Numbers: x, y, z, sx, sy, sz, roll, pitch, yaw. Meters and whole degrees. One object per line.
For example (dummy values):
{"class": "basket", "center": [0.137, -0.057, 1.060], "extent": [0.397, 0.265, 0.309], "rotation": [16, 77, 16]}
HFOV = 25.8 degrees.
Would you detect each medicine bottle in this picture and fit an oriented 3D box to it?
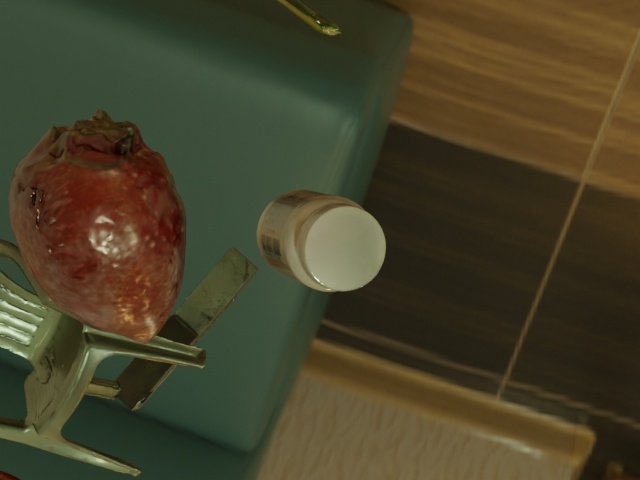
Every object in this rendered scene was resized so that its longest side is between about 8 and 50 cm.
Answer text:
{"class": "medicine bottle", "center": [0.000, 0.000, 1.502], "extent": [0.103, 0.187, 0.102], "rotation": [-1, 95, -16]}

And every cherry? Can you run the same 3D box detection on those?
{"class": "cherry", "center": [-0.216, -0.004, 1.427], "extent": [0.175, 0.192, 0.249], "rotation": [-25, 112, -19]}

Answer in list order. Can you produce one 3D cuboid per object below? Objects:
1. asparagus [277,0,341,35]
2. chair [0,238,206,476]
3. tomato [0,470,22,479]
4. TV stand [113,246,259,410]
{"class": "asparagus", "center": [-0.019, -0.290, 1.763], "extent": [0.108, 0.021, 0.025], "rotation": [37, 159, -5]}
{"class": "chair", "center": [-0.316, 0.132, 1.663], "extent": [0.275, 0.190, 0.203], "rotation": [22, 109, -34]}
{"class": "tomato", "center": [-0.310, 0.278, 1.217], "extent": [0.195, 0.195, 0.136], "rotation": [16, 110, 6]}
{"class": "TV stand", "center": [-0.186, 0.121, 1.906], "extent": [0.049, 0.040, 0.256], "rotation": [41, 92, 8]}
